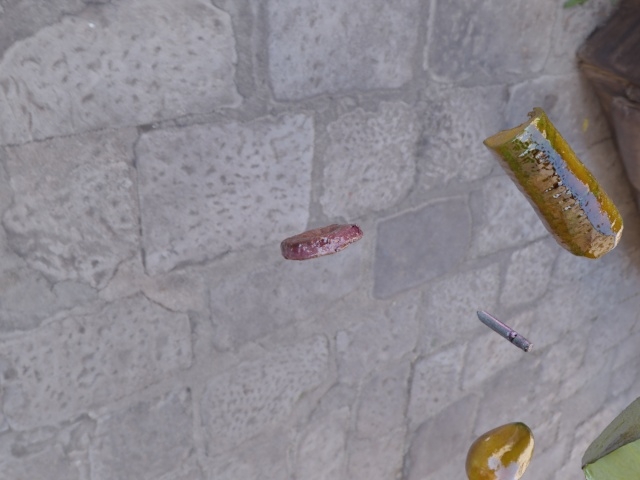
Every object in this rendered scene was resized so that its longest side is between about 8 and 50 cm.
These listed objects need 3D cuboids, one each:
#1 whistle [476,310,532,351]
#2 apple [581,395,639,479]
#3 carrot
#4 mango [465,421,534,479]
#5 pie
[{"bbox_3d":[0.478,0.235,1.649,0.033,0.176,0.033,-18,124,-28],"label":"whistle"},{"bbox_3d":[0.671,0.421,1.284,0.179,0.254,0.346,3,142,-14],"label":"apple"},{"bbox_3d":[0.383,-0.088,1.025,0.114,0.114,0.302,-48,116,-4],"label":"carrot"},{"bbox_3d":[0.444,0.534,1.552,0.221,0.120,0.151,-13,113,-40],"label":"mango"},{"bbox_3d":[0.000,0.000,1.146,0.154,0.154,0.038,-21,103,-27],"label":"pie"}]
